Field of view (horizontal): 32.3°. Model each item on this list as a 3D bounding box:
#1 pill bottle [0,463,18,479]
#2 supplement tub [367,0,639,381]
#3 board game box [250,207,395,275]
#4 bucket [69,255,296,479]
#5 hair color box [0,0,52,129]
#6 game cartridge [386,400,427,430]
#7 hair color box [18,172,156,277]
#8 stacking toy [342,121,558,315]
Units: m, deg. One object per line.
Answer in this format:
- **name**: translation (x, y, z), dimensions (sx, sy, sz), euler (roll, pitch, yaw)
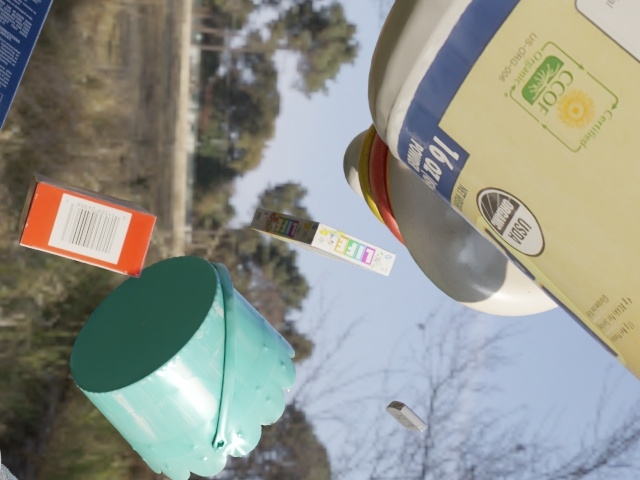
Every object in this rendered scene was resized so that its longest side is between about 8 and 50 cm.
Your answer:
- **pill bottle**: translation (-0.453, 0.227, 1.164), dimensions (0.176, 0.176, 0.318), euler (-102, 165, -47)
- **supplement tub**: translation (0.200, -0.033, 0.467), dimensions (0.316, 0.228, 0.228), euler (44, -28, 13)
- **board game box**: translation (0.000, 0.000, 1.233), dimensions (0.154, 0.103, 0.026), euler (15, -96, 61)
- **bucket**: translation (-0.190, 0.165, 1.510), dimensions (0.183, 0.281, 0.281), euler (54, 11, -33)
- **hair color box**: translation (-0.385, -0.190, 1.144), dimensions (0.174, 0.105, 0.347), euler (-24, -137, 37)
- **game cartridge**: translation (0.128, 0.265, 1.671), dimensions (0.017, 0.056, 0.083), euler (-51, -176, -14)
- **hair color box**: translation (-0.192, -0.015, 0.890), dimensions (0.167, 0.093, 0.053), euler (-156, -97, -74)
- **stacking toy**: translation (0.171, -0.097, 1.518), dimensions (0.480, 0.351, 0.350), euler (-168, -100, -68)
